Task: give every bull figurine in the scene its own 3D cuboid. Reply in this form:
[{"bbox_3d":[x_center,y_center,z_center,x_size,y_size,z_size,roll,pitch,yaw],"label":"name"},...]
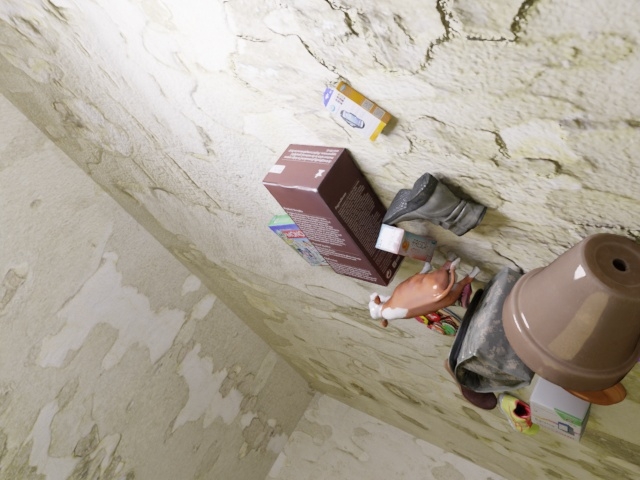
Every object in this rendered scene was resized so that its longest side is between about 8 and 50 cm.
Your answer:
[{"bbox_3d":[0.249,0.125,1.527,0.101,0.188,0.310,54,150,-9],"label":"bull figurine"}]

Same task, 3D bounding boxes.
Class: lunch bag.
[{"bbox_3d":[0.420,0.229,1.478,0.168,0.235,0.287,27,159,6],"label":"lunch bag"}]

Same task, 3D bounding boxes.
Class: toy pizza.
[{"bbox_3d":[0.355,0.246,1.896,0.201,0.032,0.201,28,158,12],"label":"toy pizza"}]

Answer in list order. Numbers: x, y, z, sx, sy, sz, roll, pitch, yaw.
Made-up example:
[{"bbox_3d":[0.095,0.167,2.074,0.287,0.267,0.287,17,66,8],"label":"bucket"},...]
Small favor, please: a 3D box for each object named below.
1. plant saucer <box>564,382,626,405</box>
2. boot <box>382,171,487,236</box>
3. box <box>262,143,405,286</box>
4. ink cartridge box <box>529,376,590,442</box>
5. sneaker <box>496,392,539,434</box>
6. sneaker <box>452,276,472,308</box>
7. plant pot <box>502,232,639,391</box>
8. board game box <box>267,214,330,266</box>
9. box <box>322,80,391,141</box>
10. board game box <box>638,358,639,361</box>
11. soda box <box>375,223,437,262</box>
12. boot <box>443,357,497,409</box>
[{"bbox_3d":[0.722,0.392,1.680,0.200,0.037,0.200,28,158,12],"label":"plant saucer"},{"bbox_3d":[0.243,-0.051,1.346,0.161,0.083,0.246,30,161,-9],"label":"boot"},{"bbox_3d":[0.047,-0.059,1.527,0.191,0.143,0.381,13,153,43],"label":"box"},{"bbox_3d":[0.723,0.510,1.861,0.154,0.093,0.212,20,157,30],"label":"ink cartridge box"},{"bbox_3d":[0.699,0.609,2.132,0.208,0.081,0.094,42,155,-20],"label":"sneaker"},{"bbox_3d":[0.346,0.128,1.538,0.057,0.119,0.047,-7,113,25],"label":"sneaker"},{"bbox_3d":[0.502,0.115,1.143,0.263,0.263,0.229,28,142,13],"label":"plant pot"},{"bbox_3d":[0.000,0.000,1.850,0.213,0.046,0.317,42,157,-25],"label":"board game box"},{"bbox_3d":[0.067,-0.257,1.214,0.136,0.028,0.081,36,159,-1],"label":"box"},{"bbox_3d":[0.630,0.227,1.440,0.208,0.056,0.347,32,160,14],"label":"board game box"},{"bbox_3d":[0.205,0.009,1.450,0.063,0.058,0.183,17,-179,35],"label":"soda box"},{"bbox_3d":[0.530,0.472,2.039,0.248,0.090,0.207,44,159,-3],"label":"boot"}]
